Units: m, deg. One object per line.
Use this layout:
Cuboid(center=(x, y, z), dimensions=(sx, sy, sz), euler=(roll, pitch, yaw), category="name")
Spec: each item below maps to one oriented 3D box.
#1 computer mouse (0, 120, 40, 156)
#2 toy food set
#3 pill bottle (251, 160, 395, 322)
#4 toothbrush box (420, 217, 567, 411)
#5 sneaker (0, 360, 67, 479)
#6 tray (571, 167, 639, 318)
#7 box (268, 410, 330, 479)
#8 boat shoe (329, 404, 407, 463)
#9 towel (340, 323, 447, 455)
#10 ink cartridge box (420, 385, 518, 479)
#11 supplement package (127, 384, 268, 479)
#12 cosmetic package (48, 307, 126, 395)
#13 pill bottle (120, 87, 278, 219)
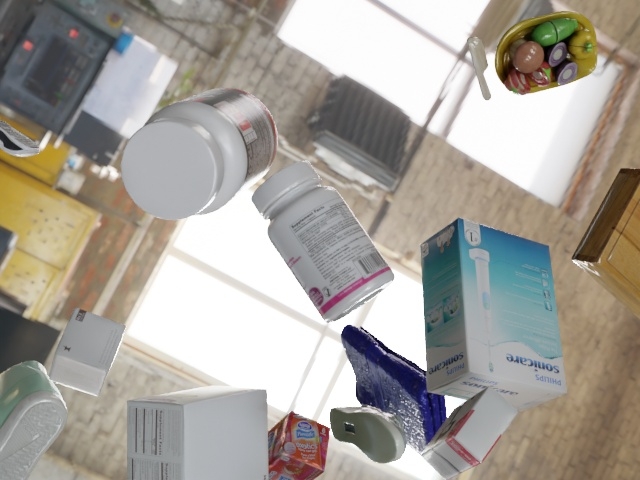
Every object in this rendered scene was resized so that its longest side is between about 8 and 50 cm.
Cuboid(center=(-0.657, -0.219, 1.844), dimensions=(0.042, 0.193, 0.106), euler=(-56, 169, 10), category="computer mouse")
Cuboid(center=(0.359, -0.292, 1.473), dimensions=(0.071, 0.218, 0.128), euler=(-113, -172, -62), category="toy food set")
Cuboid(center=(0.000, 0.000, 1.712), dimensions=(0.160, 0.283, 0.160), euler=(-33, 170, -7), category="pill bottle")
Cuboid(center=(0.304, 0.135, 1.620), dimensions=(0.126, 0.216, 0.295), euler=(-41, -138, 49), category="toothbrush box")
Cuboid(center=(-0.442, 0.281, 1.226), dimensions=(0.256, 0.094, 0.151), euler=(-49, -149, 0), category="sneaker")
Cuboid(center=(0.671, 0.062, 1.728), dimensions=(0.202, 0.411, 0.076), euler=(-59, -153, -10), category="tray")
Cuboid(center=(-0.090, 0.554, 2.292), dimensions=(0.257, 0.123, 0.128), euler=(-49, -158, 44), category="box")
Cuboid(center=(0.093, 0.307, 1.491), dimensions=(0.227, 0.081, 0.079), euler=(180, -97, -65), category="boat shoe")
Cuboid(center=(0.166, 0.321, 1.927), dimensions=(0.076, 0.227, 0.308), euler=(-27, -148, -20), category="towel")
Cuboid(center=(0.231, 0.305, 1.427), dimensions=(0.109, 0.063, 0.150), euler=(-47, 174, -28), category="ink cartridge box")
Cuboid(center=(-0.234, 0.399, 1.769), dimensions=(0.145, 0.262, 0.204), euler=(-2, -92, 32), category="supplement package")
Cuboid(center=(-0.646, 0.310, 2.506), dimensions=(0.183, 0.151, 0.151), euler=(124, -16, -52), category="cosmetic package")
Cuboid(center=(-0.218, -0.164, 1.686), dimensions=(0.210, 0.210, 0.363), euler=(-56, 179, 19), category="pill bottle")
